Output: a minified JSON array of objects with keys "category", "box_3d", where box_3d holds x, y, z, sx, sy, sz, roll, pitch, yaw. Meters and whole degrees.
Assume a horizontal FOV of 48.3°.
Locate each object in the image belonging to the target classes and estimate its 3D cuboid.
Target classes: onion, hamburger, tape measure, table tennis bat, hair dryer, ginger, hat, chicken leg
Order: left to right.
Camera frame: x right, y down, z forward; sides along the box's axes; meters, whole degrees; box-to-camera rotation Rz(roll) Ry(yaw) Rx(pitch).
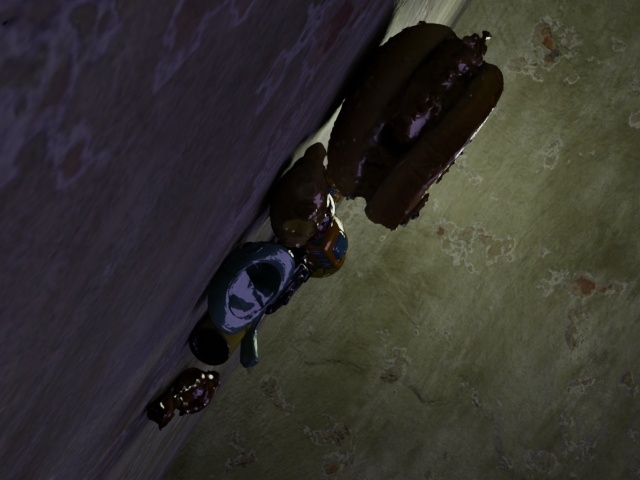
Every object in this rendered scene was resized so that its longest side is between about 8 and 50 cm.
[{"category":"chicken leg","box_3d":[-0.314,0.350,1.609,0.304,0.093,0.113,17,89,-79]},{"category":"hair dryer","box_3d":[-0.168,0.113,1.424,0.278,0.090,0.135,-66,173,33]},{"category":"hat","box_3d":[-0.136,0.075,1.302,0.191,0.078,0.138,-48,136,-7]},{"category":"table tennis bat","box_3d":[-0.160,0.172,1.583,0.153,0.040,0.244,-43,-143,33]},{"category":"tape measure","box_3d":[-0.105,0.100,1.800,0.186,0.112,0.199,-48,165,-10]},{"category":"ginger","box_3d":[-0.040,-0.069,1.300,0.216,0.102,0.157,113,-18,-48]},{"category":"onion","box_3d":[-0.031,-0.058,1.453,0.131,0.131,0.131,-57,178,-4]},{"category":"hamburger","box_3d":[0.199,-0.272,1.388,0.445,0.268,0.287,-51,177,-24]}]

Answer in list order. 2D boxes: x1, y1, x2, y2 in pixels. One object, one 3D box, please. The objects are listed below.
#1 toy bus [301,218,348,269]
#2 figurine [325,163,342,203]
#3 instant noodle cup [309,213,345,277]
[{"category":"toy bus","box_3d":[0.000,0.000,1.924,0.209,0.136,0.126,56,53,-64]},{"category":"figurine","box_3d":[0.020,-0.127,1.752,0.115,0.095,0.156,-73,-172,-55]},{"category":"instant noodle cup","box_3d":[-0.006,-0.001,2.136,0.182,0.182,0.144,-58,-173,28]}]
